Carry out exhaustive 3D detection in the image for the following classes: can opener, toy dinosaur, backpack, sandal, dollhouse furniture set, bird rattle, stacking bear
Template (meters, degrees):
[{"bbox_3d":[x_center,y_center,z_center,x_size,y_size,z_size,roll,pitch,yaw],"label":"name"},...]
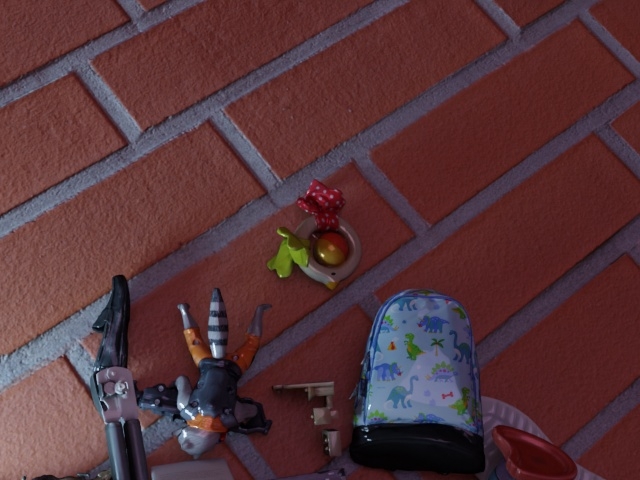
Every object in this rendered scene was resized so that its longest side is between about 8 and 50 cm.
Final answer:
[{"bbox_3d":[-0.394,0.385,1.880,0.074,0.093,0.280,-3,65,-31],"label":"can opener"},{"bbox_3d":[-0.524,0.477,1.829,0.268,0.118,0.064,-1,82,-10],"label":"toy dinosaur"},{"bbox_3d":[0.212,0.280,1.993,0.290,0.273,0.356,4,51,11],"label":"backpack"},{"bbox_3d":[0.454,0.497,2.008,0.416,0.102,0.169,37,80,20],"label":"sandal"},{"bbox_3d":[-0.031,0.371,1.965,0.123,0.144,0.151,-3,81,-7],"label":"dollhouse furniture set"},{"bbox_3d":[0.000,0.000,2.159,0.207,0.143,0.253,41,52,-4],"label":"bird rattle"},{"bbox_3d":[0.381,0.544,1.880,0.164,0.175,0.289,16,108,-11],"label":"stacking bear"}]

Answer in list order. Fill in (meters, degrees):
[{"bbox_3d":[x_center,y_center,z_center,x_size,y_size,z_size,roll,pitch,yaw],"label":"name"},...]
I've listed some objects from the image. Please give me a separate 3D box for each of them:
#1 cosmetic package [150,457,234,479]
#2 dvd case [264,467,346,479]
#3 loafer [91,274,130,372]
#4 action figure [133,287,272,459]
[{"bbox_3d":[-0.240,0.517,1.801,0.151,0.183,0.152,-4,94,-12],"label":"cosmetic package"},{"bbox_3d":[-0.017,0.594,1.915,0.179,0.029,0.239,-5,68,-13],"label":"dvd case"},{"bbox_3d":[-0.443,0.176,1.998,0.078,0.076,0.223,3,66,-10],"label":"loafer"},{"bbox_3d":[-0.259,0.276,1.933,0.341,0.178,0.330,5,65,-4],"label":"action figure"}]
